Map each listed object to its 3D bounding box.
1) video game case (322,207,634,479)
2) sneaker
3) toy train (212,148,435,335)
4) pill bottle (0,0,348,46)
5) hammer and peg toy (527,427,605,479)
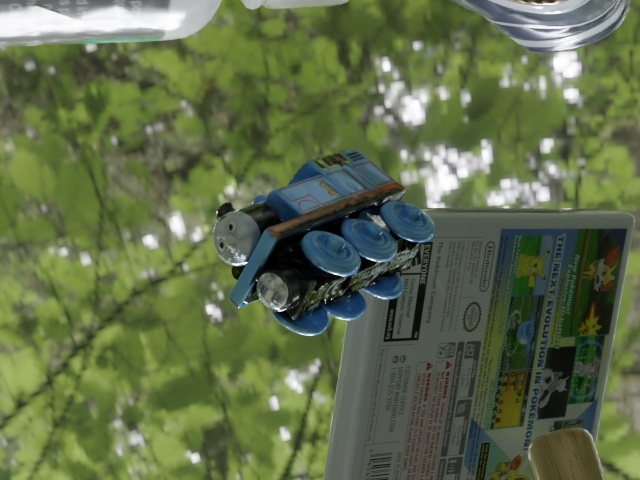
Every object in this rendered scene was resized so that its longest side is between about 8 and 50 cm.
[{"bbox_3d":[0.137,0.133,1.494,0.300,0.329,0.036,0,-167,-37],"label":"video game case"},{"bbox_3d":[0.081,-0.211,1.154,0.282,0.153,0.099,29,-85,25],"label":"sneaker"},{"bbox_3d":[0.000,0.000,1.178,0.105,0.080,0.184,39,-148,20],"label":"toy train"},{"bbox_3d":[-0.164,-0.212,0.971,0.361,0.204,0.204,-4,-136,-11],"label":"pill bottle"},{"bbox_3d":[0.282,0.175,1.002,0.361,0.266,0.127,-11,-114,-7],"label":"hammer and peg toy"}]
